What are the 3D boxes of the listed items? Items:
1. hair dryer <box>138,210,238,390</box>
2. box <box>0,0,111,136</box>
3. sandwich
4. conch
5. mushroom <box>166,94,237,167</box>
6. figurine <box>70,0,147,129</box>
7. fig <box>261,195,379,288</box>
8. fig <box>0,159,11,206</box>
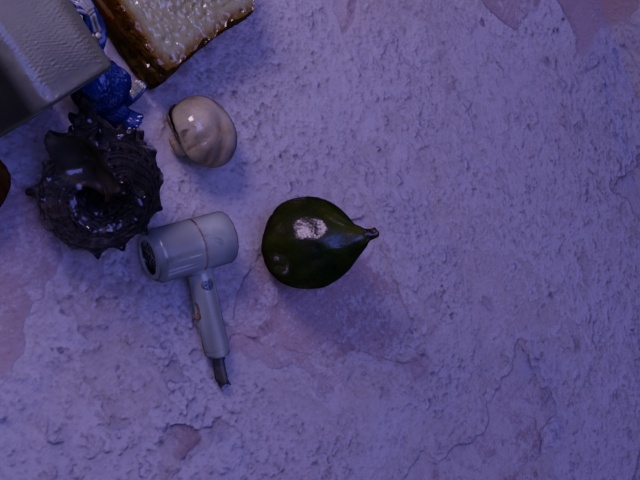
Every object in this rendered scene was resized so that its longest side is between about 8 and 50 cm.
[{"bbox_3d":[-0.232,0.134,1.664,0.173,0.107,0.357,-17,101,-31],"label":"hair dryer"},{"bbox_3d":[-0.541,-0.357,1.355,0.177,0.352,0.344,-41,110,-30],"label":"box"},{"bbox_3d":[-0.291,-0.494,1.662,0.325,0.131,0.262,-45,108,-25],"label":"sandwich"},{"bbox_3d":[-0.398,-0.105,1.493,0.240,0.313,0.186,-1,51,-12],"label":"conch"},{"bbox_3d":[-0.239,-0.211,1.679,0.154,0.122,0.154,46,25,-29],"label":"mushroom"},{"bbox_3d":[-0.419,-0.309,1.533,0.164,0.120,0.262,-99,165,-48],"label":"figurine"},{"bbox_3d":[0.000,0.000,1.739,0.195,0.245,0.195,14,72,-47],"label":"fig"},{"bbox_3d":[-0.571,-0.111,1.400,0.146,0.201,0.134,16,67,-37],"label":"fig"}]
